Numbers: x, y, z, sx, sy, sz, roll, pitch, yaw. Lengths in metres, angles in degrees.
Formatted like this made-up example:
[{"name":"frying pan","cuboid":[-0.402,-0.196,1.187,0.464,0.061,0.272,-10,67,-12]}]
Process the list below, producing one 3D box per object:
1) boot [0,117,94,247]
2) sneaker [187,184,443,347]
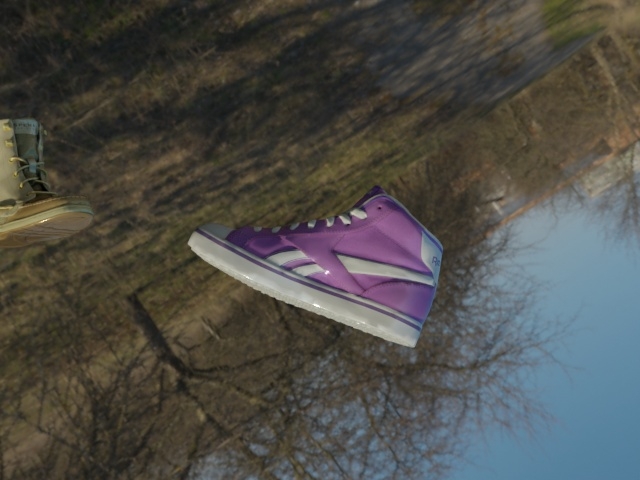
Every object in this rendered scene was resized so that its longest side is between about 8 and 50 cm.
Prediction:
[{"name":"boot","cuboid":[-0.458,-0.101,1.010,0.262,0.203,0.095,-10,168,37]},{"name":"sneaker","cuboid":[0.000,0.000,0.734,0.102,0.282,0.161,88,22,-80]}]
